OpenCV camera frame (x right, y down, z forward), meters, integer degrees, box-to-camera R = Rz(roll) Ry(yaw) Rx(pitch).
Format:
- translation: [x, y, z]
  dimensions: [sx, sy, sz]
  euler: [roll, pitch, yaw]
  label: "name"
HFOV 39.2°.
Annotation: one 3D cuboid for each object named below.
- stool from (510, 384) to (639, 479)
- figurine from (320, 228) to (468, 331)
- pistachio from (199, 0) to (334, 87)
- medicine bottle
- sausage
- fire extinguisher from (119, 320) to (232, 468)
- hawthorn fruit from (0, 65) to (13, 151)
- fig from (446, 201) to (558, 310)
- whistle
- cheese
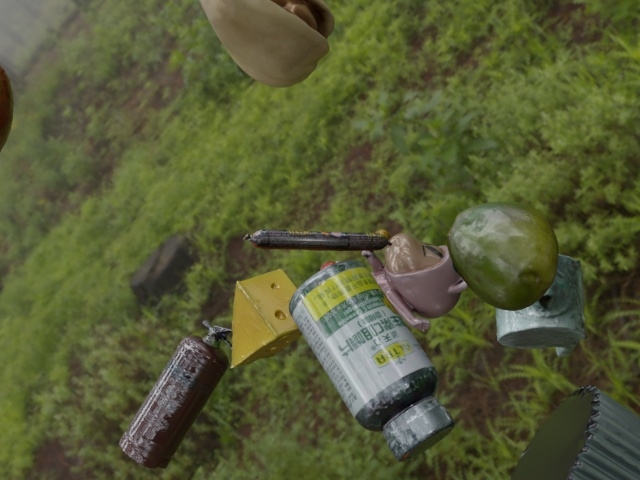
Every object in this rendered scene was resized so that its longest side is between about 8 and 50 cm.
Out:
- translation: [0.485, 0.437, 1.393]
  dimensions: [0.297, 0.330, 0.297]
  euler: [-58, -3, -5]
  label: "stool"
- translation: [0.139, 0.077, 1.723]
  dimensions: [0.287, 0.186, 0.176]
  euler: [-14, 22, 14]
  label: "figurine"
- translation: [-0.092, -0.373, 1.486]
  dimensions: [0.213, 0.318, 0.194]
  euler: [5, 74, 27]
  label: "pistachio"
- translation: [0.080, 0.180, 1.341]
  dimensions: [0.141, 0.293, 0.141]
  euler: [-28, -22, -13]
  label: "medicine bottle"
- translation: [0.000, 0.000, 1.128]
  dimensions: [0.028, 0.198, 0.025]
  euler: [-120, 37, -57]
  label: "sausage"
- translation: [-0.273, 0.306, 1.839]
  dimensions: [0.135, 0.114, 0.337]
  euler: [34, 96, 31]
  label: "fire extinguisher"
- translation: [-0.470, -0.154, 1.103]
  dimensions: [0.189, 0.189, 0.189]
  euler: [-45, 17, 18]
  label: "hawthorn fruit"
- translation: [0.301, 0.020, 1.491]
  dimensions: [0.181, 0.191, 0.181]
  euler: [-57, -17, -28]
  label: "fig"
- translation: [0.520, 0.152, 2.003]
  dimensions: [0.188, 0.404, 0.168]
  euler: [-17, 64, 37]
  label: "whistle"
- translation: [-0.090, 0.155, 1.502]
  dimensions: [0.093, 0.126, 0.171]
  euler: [-15, -37, -36]
  label: "cheese"
